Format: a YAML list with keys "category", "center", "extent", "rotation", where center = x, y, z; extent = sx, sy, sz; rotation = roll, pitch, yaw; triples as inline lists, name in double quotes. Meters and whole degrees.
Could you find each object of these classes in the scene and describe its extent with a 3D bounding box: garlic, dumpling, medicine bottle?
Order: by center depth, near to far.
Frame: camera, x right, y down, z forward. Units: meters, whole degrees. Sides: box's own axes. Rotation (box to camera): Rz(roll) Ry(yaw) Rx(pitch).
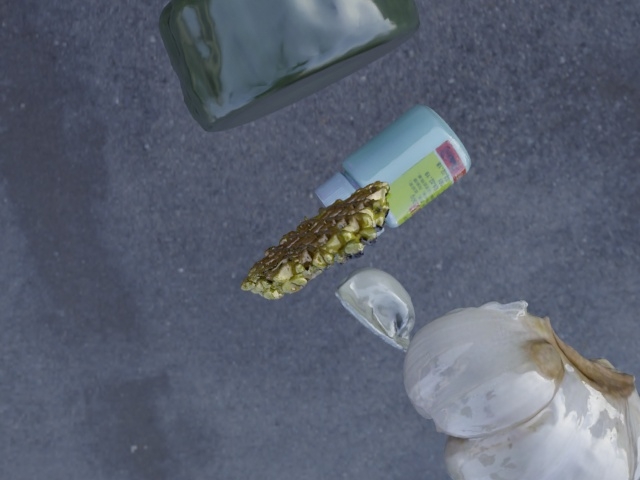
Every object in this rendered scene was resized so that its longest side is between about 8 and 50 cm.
- category: "garlic"
  center: [0.206, 0.200, 0.909]
  extent: [0.281, 0.184, 0.203]
  rotation: [24, 136, -31]
- category: "dumpling"
  center: [0.097, 0.107, 1.389]
  extent: [0.092, 0.150, 0.176]
  rotation: [-37, 159, -2]
- category: "medicine bottle"
  center: [0.114, -0.101, 1.427]
  extent: [0.225, 0.139, 0.139]
  rotation: [-38, 135, 1]

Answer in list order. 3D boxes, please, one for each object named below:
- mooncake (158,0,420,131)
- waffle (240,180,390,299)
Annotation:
- category: "mooncake"
  center: [-0.047, -0.305, 1.263]
  extent: [0.356, 0.356, 0.194]
  rotation: [-26, 94, 18]
- category: "waffle"
  center: [0.000, 0.000, 1.206]
  extent: [0.229, 0.231, 0.051]
  rotation: [-30, 102, 30]
